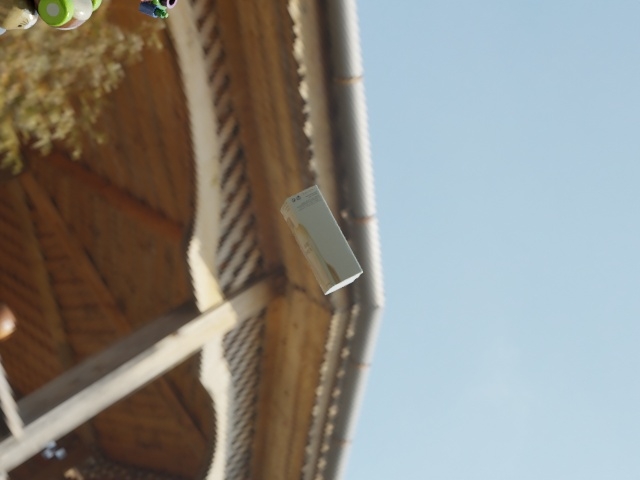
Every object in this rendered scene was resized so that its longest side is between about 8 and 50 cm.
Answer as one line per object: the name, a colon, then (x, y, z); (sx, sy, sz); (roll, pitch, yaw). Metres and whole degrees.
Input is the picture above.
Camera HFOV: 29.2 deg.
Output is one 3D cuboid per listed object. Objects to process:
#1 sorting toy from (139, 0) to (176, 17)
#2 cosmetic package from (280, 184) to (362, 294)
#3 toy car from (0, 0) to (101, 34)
sorting toy: (-0.222, -0.339, 1.705); (0.042, 0.061, 0.102); (24, 1, 19)
cosmetic package: (0.000, 0.000, 1.406); (0.115, 0.041, 0.060); (62, -14, 8)
toy car: (-0.475, -0.371, 1.977); (0.188, 0.155, 0.149); (-36, -80, 20)
